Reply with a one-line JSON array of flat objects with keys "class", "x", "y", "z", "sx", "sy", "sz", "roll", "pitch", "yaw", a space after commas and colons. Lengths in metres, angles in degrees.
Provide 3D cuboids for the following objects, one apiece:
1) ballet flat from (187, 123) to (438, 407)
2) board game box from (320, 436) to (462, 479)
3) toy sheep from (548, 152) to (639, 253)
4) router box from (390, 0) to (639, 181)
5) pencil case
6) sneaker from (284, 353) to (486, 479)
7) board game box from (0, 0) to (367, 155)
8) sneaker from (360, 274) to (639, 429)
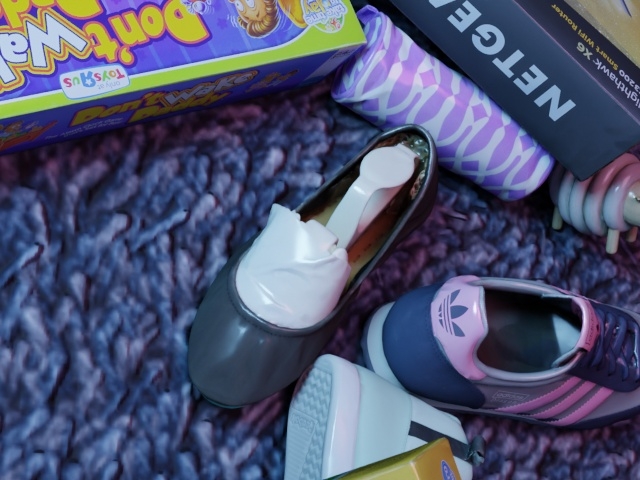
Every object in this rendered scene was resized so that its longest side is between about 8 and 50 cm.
[{"class": "ballet flat", "x": 0.000, "y": 0.000, "z": 0.789, "sx": 0.095, "sy": 0.096, "sz": 0.280, "roll": 33, "pitch": 53, "yaw": 10}, {"class": "board game box", "x": 0.016, "y": 0.300, "z": 0.602, "sx": 0.316, "sy": 0.242, "sz": 0.064, "roll": 68, "pitch": 21, "yaw": 7}, {"class": "toy sheep", "x": 0.246, "y": -0.044, "z": 0.963, "sx": 0.091, "sy": 0.132, "sz": 0.091, "roll": -27, "pitch": 130, "yaw": -39}, {"class": "router box", "x": 0.169, "y": -0.234, "z": 0.922, "sx": 0.309, "sy": 0.081, "sz": 0.243, "roll": 41, "pitch": 44, "yaw": -10}, {"class": "pencil case", "x": 0.109, "y": -0.111, "z": 0.908, "sx": 0.206, "sy": 0.086, "sz": 0.088, "roll": 28, "pitch": 72, "yaw": -21}, {"class": "sneaker", "x": 0.044, "y": 0.218, "z": 0.739, "sx": 0.151, "sy": 0.094, "sz": 0.256, "roll": 23, "pitch": 62, "yaw": -27}, {"class": "board game box", "x": -0.158, "y": -0.203, "z": 0.780, "sx": 0.347, "sy": 0.078, "sz": 0.233, "roll": -19, "pitch": 83, "yaw": -36}, {"class": "sneaker", "x": 0.197, "y": 0.089, "z": 0.861, "sx": 0.319, "sy": 0.131, "sz": 0.112, "roll": 4, "pitch": 70, "yaw": -31}]
